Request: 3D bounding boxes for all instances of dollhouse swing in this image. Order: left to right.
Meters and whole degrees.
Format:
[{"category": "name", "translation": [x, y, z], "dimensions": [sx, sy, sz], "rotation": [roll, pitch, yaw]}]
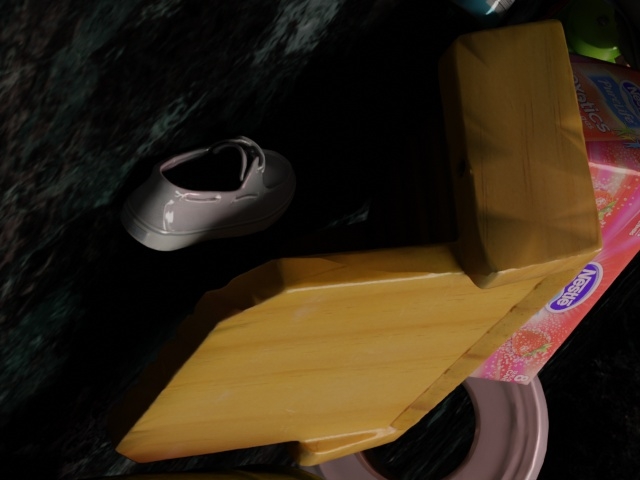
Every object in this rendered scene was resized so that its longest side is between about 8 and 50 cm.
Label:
[{"category": "dollhouse swing", "translation": [0.000, 0.000, 1.541], "dimensions": [0.305, 0.315, 0.347], "rotation": [9, 146, -24]}]

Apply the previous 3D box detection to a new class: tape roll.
[{"category": "tape roll", "translation": [0.111, 0.208, 2.137], "dimensions": [0.286, 0.286, 0.100], "rotation": [-48, 167, 3]}]

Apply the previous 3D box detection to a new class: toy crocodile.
[{"category": "toy crocodile", "translation": [0.211, -0.155, 1.842], "dimensions": [0.340, 0.105, 0.115], "rotation": [-48, 167, -16]}]

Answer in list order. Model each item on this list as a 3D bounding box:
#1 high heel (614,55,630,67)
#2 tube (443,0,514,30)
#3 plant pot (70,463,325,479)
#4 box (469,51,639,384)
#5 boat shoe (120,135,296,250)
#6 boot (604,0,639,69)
[{"category": "high heel", "translation": [0.320, -0.237, 2.036], "dimensions": [0.082, 0.117, 0.244], "rotation": [57, 49, -39]}, {"category": "tube", "translation": [0.181, -0.264, 1.541], "dimensions": [0.207, 0.052, 0.080], "rotation": [-51, 171, -1]}, {"category": "plant pot", "translation": [-0.175, 0.338, 1.489], "dimensions": [0.353, 0.366, 0.366], "rotation": [18, 117, -47]}, {"category": "box", "translation": [0.181, -0.018, 1.703], "dimensions": [0.154, 0.142, 0.300], "rotation": [11, 136, -25]}, {"category": "boat shoe", "translation": [-0.071, -0.045, 1.377], "dimensions": [0.184, 0.066, 0.063], "rotation": [-12, 145, -50]}, {"category": "boot", "translation": [0.422, -0.105, 1.584], "dimensions": [0.146, 0.445, 0.367], "rotation": [-41, 153, 4]}]
